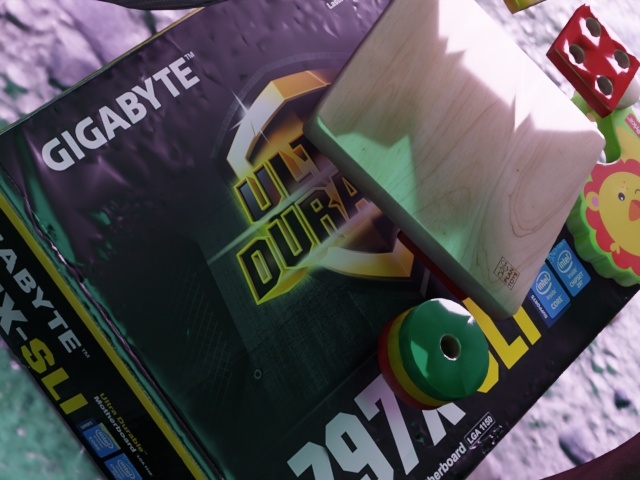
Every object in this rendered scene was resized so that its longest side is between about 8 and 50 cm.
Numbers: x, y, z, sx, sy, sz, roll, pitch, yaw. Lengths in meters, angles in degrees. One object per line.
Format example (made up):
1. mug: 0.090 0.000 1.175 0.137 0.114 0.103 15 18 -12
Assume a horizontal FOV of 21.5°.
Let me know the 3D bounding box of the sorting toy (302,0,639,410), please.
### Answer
1. sorting toy: 0.062 -0.050 0.816 0.132 0.046 0.274 44 51 -13

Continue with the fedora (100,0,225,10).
1. fedora: -0.109 -0.173 0.743 0.244 0.275 0.124 5 94 -62

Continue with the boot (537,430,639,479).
1. boot: 0.111 0.120 0.767 0.248 0.207 0.090 -51 121 -37

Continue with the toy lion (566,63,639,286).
1. toy lion: 0.159 -0.029 0.897 0.100 0.034 0.096 49 56 -9

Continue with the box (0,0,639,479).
1. box: 0.000 0.000 0.828 0.322 0.079 0.257 -39 97 -42
